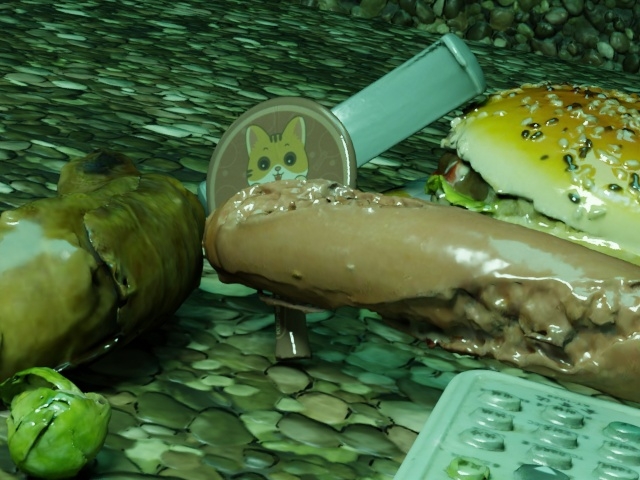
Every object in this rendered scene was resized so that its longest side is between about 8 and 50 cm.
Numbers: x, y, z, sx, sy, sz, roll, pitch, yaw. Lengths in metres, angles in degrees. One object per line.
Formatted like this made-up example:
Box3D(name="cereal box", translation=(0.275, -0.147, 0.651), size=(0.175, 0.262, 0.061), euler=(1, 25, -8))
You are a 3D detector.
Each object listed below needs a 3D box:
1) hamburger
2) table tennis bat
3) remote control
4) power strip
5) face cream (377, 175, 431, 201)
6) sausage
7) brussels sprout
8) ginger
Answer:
Box3D(name="hamburger", translation=(0.212, -0.016, 1.064), size=(0.300, 0.176, 0.300), euler=(11, 15, -3))
Box3D(name="table tennis bat", translation=(0.000, 0.000, 0.968), size=(0.108, 0.169, 0.119), euler=(-11, -15, 26))
Box3D(name="remote control", translation=(0.086, 0.139, 0.637), size=(0.128, 0.065, 0.335), euler=(16, 16, 12))
Box3D(name="power strip", translation=(0.006, -0.068, 1.100), size=(0.253, 0.054, 0.167), euler=(-32, 0, 7))
Box3D(name="face cream", translation=(0.056, -0.012, 1.156), size=(0.084, 0.057, 0.198), euler=(-9, 4, 27))
Box3D(name="sausage", translation=(0.069, 0.022, 0.819), size=(0.327, 0.087, 0.079), euler=(15, 58, 25))
Box3D(name="brussels sprout", translation=(-0.130, 0.085, 0.721), size=(0.051, 0.046, 0.083), euler=(12, 14, -18))
Box3D(name="ginger", translation=(-0.141, 0.014, 0.869), size=(0.133, 0.107, 0.309), euler=(-8, 11, 19))
